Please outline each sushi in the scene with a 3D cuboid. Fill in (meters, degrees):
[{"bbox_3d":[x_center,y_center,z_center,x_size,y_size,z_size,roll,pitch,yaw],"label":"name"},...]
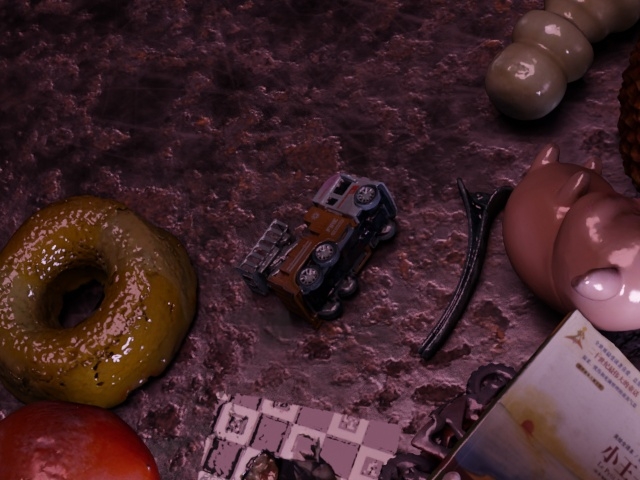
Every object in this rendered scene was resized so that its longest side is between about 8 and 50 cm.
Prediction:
[{"bbox_3d":[-0.028,0.269,1.425,0.210,0.040,0.193,6,68,14],"label":"sushi"}]

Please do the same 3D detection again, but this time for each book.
[{"bbox_3d":[0.228,0.238,1.326,0.201,0.026,0.289,44,75,-7],"label":"book"}]

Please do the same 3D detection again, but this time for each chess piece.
[{"bbox_3d":[0.292,-0.251,1.622,0.133,0.133,0.243,31,75,28],"label":"chess piece"}]

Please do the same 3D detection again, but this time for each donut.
[{"bbox_3d":[-0.283,0.066,1.572,0.272,0.107,0.272,-7,59,11],"label":"donut"}]

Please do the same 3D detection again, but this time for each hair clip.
[{"bbox_3d":[0.161,0.032,1.526,0.070,0.039,0.230,11,63,18],"label":"hair clip"}]

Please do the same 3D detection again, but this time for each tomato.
[{"bbox_3d":[-0.260,0.261,1.386,0.184,0.208,0.208,-37,58,-10],"label":"tomato"}]

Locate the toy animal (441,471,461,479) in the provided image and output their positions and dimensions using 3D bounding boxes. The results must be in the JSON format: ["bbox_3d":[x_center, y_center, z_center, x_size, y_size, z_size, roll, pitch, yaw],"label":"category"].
[{"bbox_3d":[0.228,0.295,1.235,0.282,0.140,0.138,3,99,-11],"label":"toy animal"}]

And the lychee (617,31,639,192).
[{"bbox_3d":[0.428,-0.131,1.442,0.235,0.271,0.236,-24,31,16],"label":"lychee"}]

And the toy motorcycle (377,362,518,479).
[{"bbox_3d":[0.159,0.219,1.388,0.118,0.084,0.212,33,59,26],"label":"toy motorcycle"}]

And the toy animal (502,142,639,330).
[{"bbox_3d":[0.286,0.008,1.420,0.166,0.154,0.250,10,21,-23],"label":"toy animal"}]

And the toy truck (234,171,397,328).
[{"bbox_3d":[0.001,0.000,1.561,0.115,0.080,0.178,25,69,36],"label":"toy truck"}]
